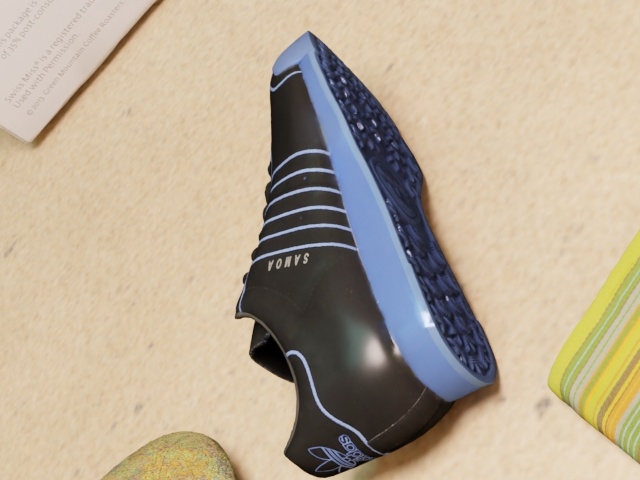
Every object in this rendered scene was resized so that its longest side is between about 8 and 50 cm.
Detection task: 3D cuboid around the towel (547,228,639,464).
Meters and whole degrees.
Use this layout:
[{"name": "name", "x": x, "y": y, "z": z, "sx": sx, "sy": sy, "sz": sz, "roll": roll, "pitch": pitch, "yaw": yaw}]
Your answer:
[{"name": "towel", "x": 0.167, "y": 0.060, "z": 0.602, "sx": 0.102, "sy": 0.021, "sz": 0.237, "roll": -58, "pitch": 34, "yaw": 6}]

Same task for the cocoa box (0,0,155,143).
[{"name": "cocoa box", "x": -0.178, "y": -0.286, "z": 1.124, "sx": 0.347, "sy": 0.231, "sz": 0.228, "roll": -47, "pitch": 34, "yaw": 12}]

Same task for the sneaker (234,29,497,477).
[{"name": "sneaker", "x": 0.000, "y": 0.000, "z": 0.799, "sx": 0.090, "sy": 0.081, "sz": 0.232, "roll": -36, "pitch": 39, "yaw": 16}]

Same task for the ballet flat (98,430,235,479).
[{"name": "ballet flat", "x": -0.102, "y": 0.210, "z": 0.720, "sx": 0.123, "sy": 0.123, "sz": 0.348, "roll": -26, "pitch": 43, "yaw": 36}]
